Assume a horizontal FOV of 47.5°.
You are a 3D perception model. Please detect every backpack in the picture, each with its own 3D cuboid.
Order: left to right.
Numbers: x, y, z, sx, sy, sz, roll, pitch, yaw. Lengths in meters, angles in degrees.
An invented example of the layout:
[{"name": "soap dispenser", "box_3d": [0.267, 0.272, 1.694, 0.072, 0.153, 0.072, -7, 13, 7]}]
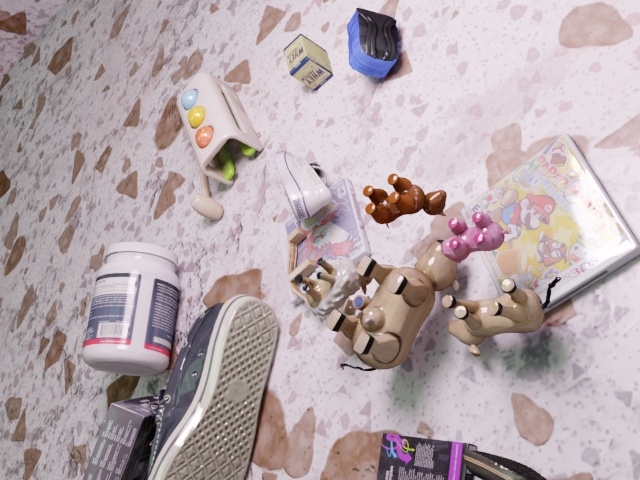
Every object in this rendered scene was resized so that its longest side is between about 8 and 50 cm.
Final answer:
[{"name": "backpack", "box_3d": [0.102, -0.379, 1.436, 0.101, 0.098, 0.120, 122, 149, -55]}]

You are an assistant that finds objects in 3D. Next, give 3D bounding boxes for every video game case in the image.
[{"name": "video game case", "box_3d": [0.000, 0.000, 1.416, 0.201, 0.023, 0.183, -36, 49, 29]}, {"name": "video game case", "box_3d": [0.330, -0.017, 1.077, 0.206, 0.026, 0.227, -39, 47, 27]}]

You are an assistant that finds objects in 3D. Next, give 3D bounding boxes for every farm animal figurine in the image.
[{"name": "farm animal figurine", "box_3d": [0.158, 0.080, 1.100, 0.327, 0.172, 0.330, -48, 48, 14]}]

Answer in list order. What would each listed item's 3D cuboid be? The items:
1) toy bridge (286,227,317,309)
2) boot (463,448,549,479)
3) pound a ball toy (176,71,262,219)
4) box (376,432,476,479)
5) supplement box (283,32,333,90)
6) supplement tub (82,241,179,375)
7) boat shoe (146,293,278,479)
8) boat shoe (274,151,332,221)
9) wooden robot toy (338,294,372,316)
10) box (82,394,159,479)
[{"name": "toy bridge", "box_3d": [-0.036, 0.060, 1.389, 0.063, 0.026, 0.188, -44, 45, 26]}, {"name": "boot", "box_3d": [0.254, 0.368, 0.945, 0.198, 0.077, 0.137, 18, 91, 50]}, {"name": "pound a ball toy", "box_3d": [-0.274, -0.232, 1.727, 0.208, 0.136, 0.319, -46, 44, 21]}, {"name": "box", "box_3d": [0.153, 0.354, 1.086, 0.162, 0.029, 0.116, -6, 67, 43]}, {"name": "supplement box", "box_3d": [-0.026, -0.387, 1.579, 0.056, 0.083, 0.083, -36, 50, 31]}, {"name": "supplement tub", "box_3d": [-0.426, 0.159, 1.658, 0.191, 0.191, 0.272, -16, 60, 41]}, {"name": "boat shoe", "box_3d": [-0.226, 0.340, 1.379, 0.156, 0.187, 0.500, -3, 63, 47]}, {"name": "boat shoe", "box_3d": [-0.032, -0.121, 1.438, 0.088, 0.096, 0.267, -21, 21, -1]}, {"name": "wooden robot toy", "box_3d": [0.071, 0.132, 1.237, 0.076, 0.079, 0.173, -57, 42, 10]}, {"name": "box", "box_3d": [-0.394, 0.473, 1.450, 0.076, 0.242, 0.307, 19, 85, 9]}]
